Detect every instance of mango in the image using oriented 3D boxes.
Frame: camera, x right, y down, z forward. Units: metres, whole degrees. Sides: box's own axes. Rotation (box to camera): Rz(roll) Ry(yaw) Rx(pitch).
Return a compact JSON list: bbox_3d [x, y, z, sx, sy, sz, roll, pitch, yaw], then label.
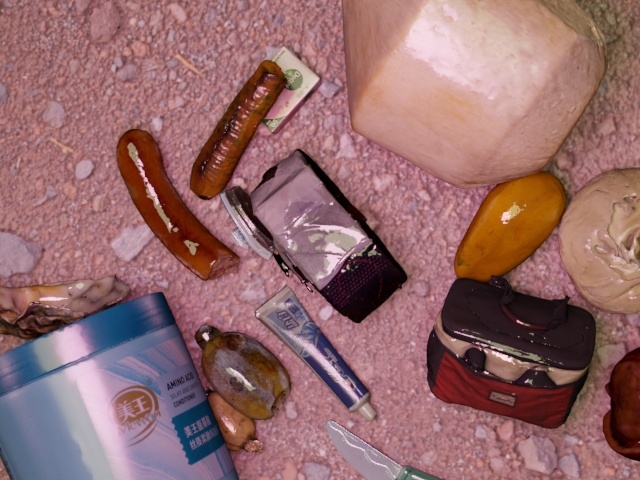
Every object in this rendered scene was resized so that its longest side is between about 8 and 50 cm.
[{"bbox_3d":[0.299,-0.020,1.678,0.227,0.147,0.109,-46,60,8],"label":"mango"}]

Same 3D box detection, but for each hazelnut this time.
[{"bbox_3d":[0.524,0.251,1.629,0.160,0.170,0.202,37,82,7],"label":"hazelnut"}]

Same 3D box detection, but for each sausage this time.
[{"bbox_3d":[-0.253,-0.051,1.764,0.103,0.076,0.302,-39,87,31],"label":"sausage"}]

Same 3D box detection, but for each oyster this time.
[{"bbox_3d":[-0.472,0.115,1.738,0.275,0.271,0.100,-3,87,-26],"label":"oyster"}]

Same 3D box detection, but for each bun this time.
[{"bbox_3d":[0.506,0.000,1.651,0.259,0.152,0.259,0,91,8],"label":"bun"}]

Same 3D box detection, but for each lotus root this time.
[{"bbox_3d":[-0.135,0.214,1.743,0.192,0.088,0.113,42,62,4],"label":"lotus root"},{"bbox_3d":[-0.155,0.310,1.757,0.152,0.063,0.072,40,83,9],"label":"lotus root"}]

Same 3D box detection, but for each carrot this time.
[{"bbox_3d":[-0.138,-0.182,1.736,0.070,0.070,0.260,38,111,6],"label":"carrot"}]

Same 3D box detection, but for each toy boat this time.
[{"bbox_3d":[-0.128,-0.025,1.768,0.066,0.059,0.140,-36,90,32],"label":"toy boat"}]

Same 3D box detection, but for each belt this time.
[{"bbox_3d":[0.000,0.000,1.691,0.164,0.184,0.289,-41,79,8],"label":"belt"}]

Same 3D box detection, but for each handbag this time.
[{"bbox_3d":[0.296,0.175,1.634,0.254,0.181,0.181,15,130,9],"label":"handbag"}]

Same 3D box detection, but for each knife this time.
[{"bbox_3d":[0.114,0.386,1.746,0.260,0.034,0.063,27,98,12],"label":"knife"}]

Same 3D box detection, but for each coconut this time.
[{"bbox_3d":[0.211,-0.282,1.575,0.415,0.415,0.345,32,63,6],"label":"coconut"}]

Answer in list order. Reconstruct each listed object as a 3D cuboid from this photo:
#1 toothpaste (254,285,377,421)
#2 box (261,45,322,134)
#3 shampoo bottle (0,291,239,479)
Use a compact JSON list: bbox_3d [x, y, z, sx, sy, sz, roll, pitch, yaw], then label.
[{"bbox_3d":[0.002,0.197,1.754,0.069,0.047,0.268,-44,81,16],"label":"toothpaste"},{"bbox_3d":[-0.070,-0.255,1.772,0.089,0.043,0.125,41,93,5],"label":"box"},{"bbox_3d":[-0.336,0.301,1.643,0.331,0.331,0.343,-23,87,5],"label":"shampoo bottle"}]
